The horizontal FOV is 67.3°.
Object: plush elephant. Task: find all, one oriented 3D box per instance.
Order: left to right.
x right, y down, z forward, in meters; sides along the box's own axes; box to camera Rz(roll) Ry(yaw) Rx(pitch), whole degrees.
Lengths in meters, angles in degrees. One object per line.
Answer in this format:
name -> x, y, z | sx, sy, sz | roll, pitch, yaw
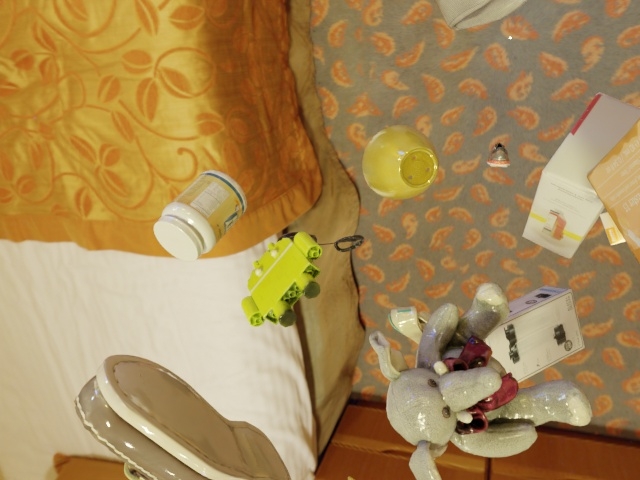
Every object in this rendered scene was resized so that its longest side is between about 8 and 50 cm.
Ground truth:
plush elephant -> 0.214, 0.242, 0.778 | 0.330, 0.255, 0.272 | -33, 71, 21

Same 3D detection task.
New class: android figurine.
android figurine -> -0.097, 0.089, 1.162 | 0.056, 0.273, 0.248 | 38, 95, -33

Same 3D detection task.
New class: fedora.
fedora -> 0.316, -0.499, 0.929 | 0.275, 0.244, 0.124 | -20, 86, 23

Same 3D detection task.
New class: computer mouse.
computer mouse -> 0.000, 0.000, 1.327 | 0.242, 0.041, 0.071 | -1, 131, -5

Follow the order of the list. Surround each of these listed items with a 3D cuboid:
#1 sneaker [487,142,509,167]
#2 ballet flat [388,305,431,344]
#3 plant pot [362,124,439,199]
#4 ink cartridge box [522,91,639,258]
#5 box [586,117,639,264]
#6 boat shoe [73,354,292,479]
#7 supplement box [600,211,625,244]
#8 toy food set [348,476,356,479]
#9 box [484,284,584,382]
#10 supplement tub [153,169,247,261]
sneaker -> 0.509, -0.245, 1.363 | 0.061, 0.158, 0.064 | 4, 105, 13
ballet flat -> 0.256, 0.221, 1.167 | 0.086, 0.086, 0.248 | -22, 141, 28
plant pot -> 0.149, -0.129, 0.826 | 0.134, 0.095, 0.134 | -3, 104, -11
ink cartridge box -> 0.717, -0.157, 1.318 | 0.160, 0.384, 0.279 | 32, 78, 24
box -> 0.499, 0.003, 0.551 | 0.168, 0.215, 0.345 | -25, 74, 8
boat shoe -> -0.138, 0.225, 0.500 | 0.097, 0.116, 0.324 | -36, 138, -3
supplement box -> 0.570, -0.035, 0.872 | 0.098, 0.036, 0.062 | -21, 82, 30
toy food set -> 0.022, 0.525, 0.861 | 0.071, 0.218, 0.128 | 20, 114, 0
box -> 0.503, 0.239, 1.200 | 0.290, 0.087, 0.169 | -21, 100, -18
supplement tub -> -0.285, -0.060, 1.154 | 0.144, 0.199, 0.144 | 20, 140, 18
